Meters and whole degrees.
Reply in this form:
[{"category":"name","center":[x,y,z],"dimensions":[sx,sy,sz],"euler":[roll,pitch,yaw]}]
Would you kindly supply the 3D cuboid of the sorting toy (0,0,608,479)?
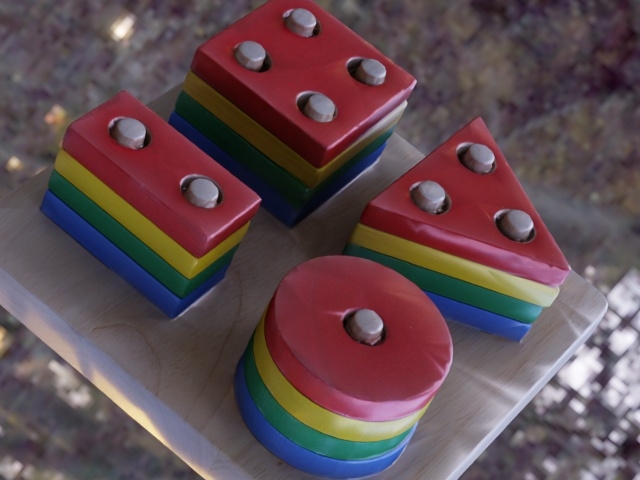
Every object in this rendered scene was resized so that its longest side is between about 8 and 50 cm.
[{"category":"sorting toy","center":[0.000,0.000,0.911],"dimensions":[0.257,0.255,0.089],"euler":[-39,163,-45]}]
